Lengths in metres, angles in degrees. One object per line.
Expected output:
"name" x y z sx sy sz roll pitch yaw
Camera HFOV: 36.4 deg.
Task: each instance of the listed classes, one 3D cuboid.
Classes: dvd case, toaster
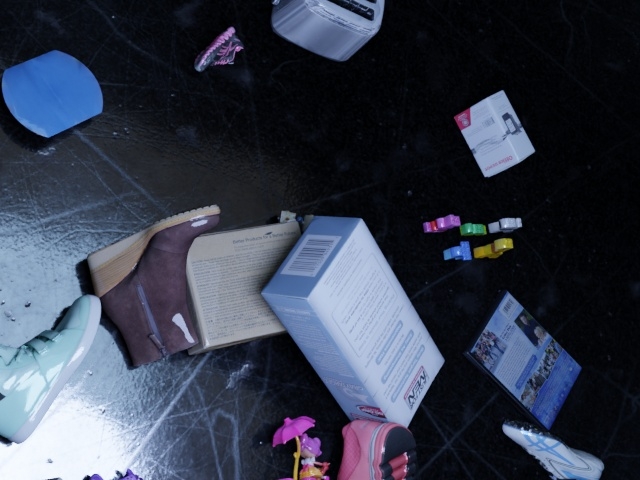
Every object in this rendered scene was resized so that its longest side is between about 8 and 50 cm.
"dvd case" 0.419 0.249 2.010 0.253 0.022 0.180 45 60 -12
"toaster" 0.025 -0.444 1.907 0.227 0.146 0.129 21 67 -24

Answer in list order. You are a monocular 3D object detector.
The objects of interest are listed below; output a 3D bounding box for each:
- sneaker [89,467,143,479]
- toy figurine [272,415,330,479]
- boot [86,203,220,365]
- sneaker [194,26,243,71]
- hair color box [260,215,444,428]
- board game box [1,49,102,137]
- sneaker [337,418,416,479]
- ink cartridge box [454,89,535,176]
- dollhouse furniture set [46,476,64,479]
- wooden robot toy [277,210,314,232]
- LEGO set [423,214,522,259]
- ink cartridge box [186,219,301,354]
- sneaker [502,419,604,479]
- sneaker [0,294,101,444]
"sneaker" -0.284 0.396 1.530 0.170 0.068 0.071 14 63 -26
"toy figurine" -0.026 0.384 1.670 0.173 0.130 0.159 30 50 -44
"boot" -0.239 0.071 1.585 0.248 0.090 0.207 -25 94 9
"sneaker" -0.186 -0.346 1.820 0.057 0.047 0.119 52 58 -21
"hair color box" 0.066 0.154 1.692 0.185 0.114 0.374 -55 130 -30
"board game box" -0.454 -0.242 1.637 0.169 0.033 0.133 -35 90 -38
"sneaker" 0.094 0.457 1.714 0.116 0.136 0.314 -10 104 -45
"ink cartridge box" 0.369 -0.224 2.066 0.063 0.109 0.150 -29 91 -37
"dollhouse furniture set" -0.394 0.456 1.409 0.129 0.129 0.183 46 59 -12
"wooden robot toy" 0.000 0.000 1.812 0.173 0.076 0.079 16 79 -25
"LEGO set" 0.335 -0.006 1.992 0.227 0.093 0.087 -1 77 -31
"ink cartridge box" -0.133 0.080 1.695 0.235 0.088 0.193 -9 79 -30
"sneaker" 0.460 0.431 1.950 0.237 0.085 0.086 30 89 -12
"sneaker" -0.447 0.161 1.480 0.151 0.094 0.256 39 62 -22
